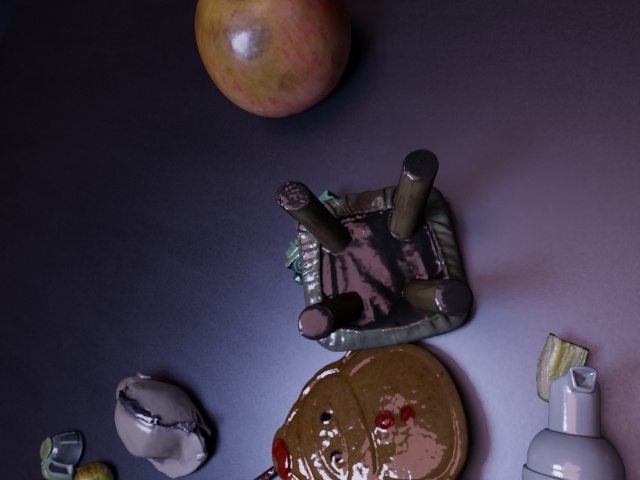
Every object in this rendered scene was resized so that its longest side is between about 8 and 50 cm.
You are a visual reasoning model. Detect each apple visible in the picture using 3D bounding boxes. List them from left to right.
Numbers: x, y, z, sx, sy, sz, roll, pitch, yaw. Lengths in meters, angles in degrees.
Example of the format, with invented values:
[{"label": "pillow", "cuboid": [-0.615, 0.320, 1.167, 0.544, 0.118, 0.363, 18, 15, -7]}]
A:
[{"label": "apple", "cuboid": [-0.116, -0.475, 1.156, 0.364, 0.364, 0.363, -9, 71, 29]}]

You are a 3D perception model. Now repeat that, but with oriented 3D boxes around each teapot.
[{"label": "teapot", "cuboid": [-0.694, 0.567, 1.334, 0.124, 0.091, 0.092, 35, 97, 44]}]

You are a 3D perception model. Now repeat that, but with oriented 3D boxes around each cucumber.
[{"label": "cucumber", "cuboid": [0.390, 0.214, 0.823, 0.067, 0.035, 0.107, 22, 93, 23]}]

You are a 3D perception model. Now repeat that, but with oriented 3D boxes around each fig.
[{"label": "fig", "cuboid": [-0.603, 0.601, 1.278, 0.166, 0.093, 0.093, 11, 82, 33]}]

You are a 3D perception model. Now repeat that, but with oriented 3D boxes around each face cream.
[{"label": "face cream", "cuboid": [0.369, 0.371, 0.725, 0.146, 0.145, 0.369, 1, 75, 31]}]

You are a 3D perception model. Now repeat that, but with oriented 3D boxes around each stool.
[{"label": "stool", "cuboid": [0.101, 0.028, 0.884, 0.311, 0.226, 0.310, -12, 76, 5]}]

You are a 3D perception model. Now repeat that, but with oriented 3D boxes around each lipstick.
[{"label": "lipstick", "cuboid": [-0.138, 0.516, 1.060, 0.176, 0.027, 0.027, -41, 59, 14]}]

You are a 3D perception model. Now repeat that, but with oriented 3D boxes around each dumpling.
[{"label": "dumpling", "cuboid": [-0.393, 0.439, 1.160, 0.293, 0.163, 0.204, 30, 88, 22]}]

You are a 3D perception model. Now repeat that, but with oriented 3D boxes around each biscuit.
[{"label": "biscuit", "cuboid": [0.081, 0.360, 0.915, 0.382, 0.074, 0.358, -24, 54, 13]}]

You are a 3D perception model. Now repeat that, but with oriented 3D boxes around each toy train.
[{"label": "toy train", "cuboid": [-0.001, 0.000, 1.101, 0.200, 0.083, 0.132, -47, 47, 11]}]
